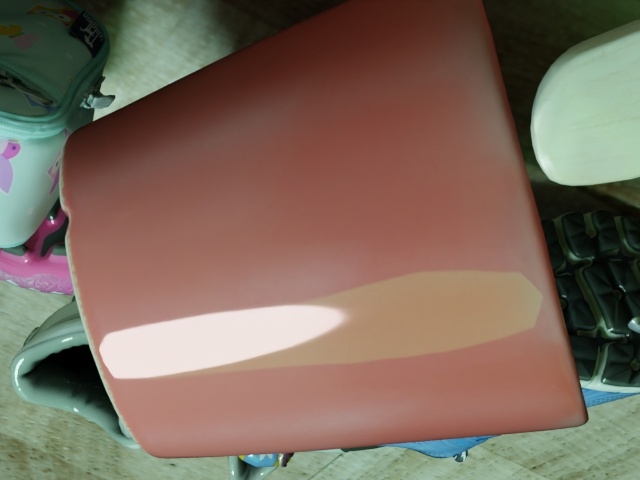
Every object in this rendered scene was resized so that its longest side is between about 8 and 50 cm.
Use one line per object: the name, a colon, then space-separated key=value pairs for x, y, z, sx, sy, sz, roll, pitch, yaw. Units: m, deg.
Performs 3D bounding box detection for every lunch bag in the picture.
lunch bag: x=-0.263 y=-0.107 z=1.017 sx=0.279 sy=0.224 sz=0.108 roll=20 pitch=111 yaw=-3

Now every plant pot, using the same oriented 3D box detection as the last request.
plant pot: x=0.000 y=0.000 z=0.962 sx=0.243 sy=0.275 sz=0.275 roll=-14 pitch=138 yaw=6

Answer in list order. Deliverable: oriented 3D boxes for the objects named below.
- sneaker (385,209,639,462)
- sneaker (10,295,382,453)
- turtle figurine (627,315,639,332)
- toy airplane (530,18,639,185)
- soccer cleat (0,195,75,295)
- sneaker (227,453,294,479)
sneaker: x=0.116 y=0.070 z=1.157 sx=0.330 sy=0.129 sz=0.147 roll=-5 pitch=158 yaw=-10
sneaker: x=-0.076 y=0.112 z=1.267 sx=0.331 sy=0.146 sz=0.122 roll=4 pitch=108 yaw=23
turtle figurine: x=0.316 y=0.014 z=0.999 sx=0.275 sy=0.197 sz=0.266 roll=4 pitch=157 yaw=9
toy airplane: x=0.339 y=-0.101 z=0.755 sx=0.386 sy=0.384 sz=0.272 roll=31 pitch=-171 yaw=10
soccer cleat: x=-0.097 y=0.012 z=1.207 sx=0.331 sy=0.116 sz=0.143 roll=0 pitch=143 yaw=22
sneaker: x=-0.032 y=0.136 z=1.373 sx=0.070 sy=0.084 sz=0.185 roll=18 pitch=144 yaw=-2
